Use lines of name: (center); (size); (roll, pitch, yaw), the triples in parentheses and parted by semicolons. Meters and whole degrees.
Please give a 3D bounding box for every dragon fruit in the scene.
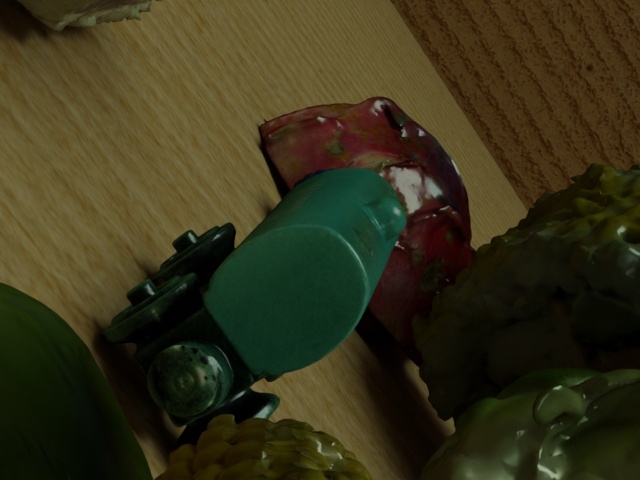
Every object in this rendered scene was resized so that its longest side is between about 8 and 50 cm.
dragon fruit: (0.072, 0.000, 1.546); (0.274, 0.126, 0.161); (55, 12, -25)

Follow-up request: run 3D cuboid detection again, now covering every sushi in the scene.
sushi: (0.276, 0.135, 1.458); (0.240, 0.351, 0.396); (-43, 108, -48)

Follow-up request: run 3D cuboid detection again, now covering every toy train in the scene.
toy train: (-0.022, 0.026, 0.983); (0.101, 0.159, 0.248); (54, 13, -5)

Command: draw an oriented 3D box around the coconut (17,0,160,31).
coconut: (-0.088, -0.346, 1.062); (0.404, 0.404, 0.404); (57, 11, -18)

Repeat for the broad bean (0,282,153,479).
broad bean: (-0.108, 0.110, 0.472); (0.238, 0.119, 0.291); (60, 11, -29)

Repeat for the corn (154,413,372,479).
corn: (-0.005, 0.211, 0.644); (0.144, 0.144, 0.387); (55, 8, -28)

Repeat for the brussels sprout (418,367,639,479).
brussels sprout: (0.232, 0.244, 1.188); (0.315, 0.371, 0.276); (108, -6, -58)

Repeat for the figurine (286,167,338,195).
figurine: (0.000, 0.000, 1.389); (0.087, 0.086, 0.149); (22, 21, 10)
